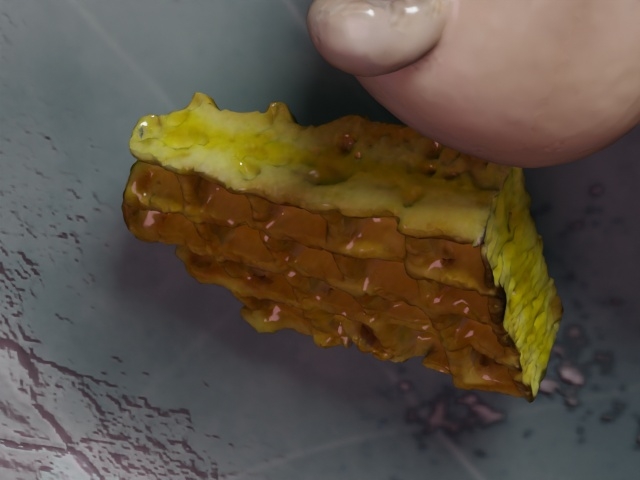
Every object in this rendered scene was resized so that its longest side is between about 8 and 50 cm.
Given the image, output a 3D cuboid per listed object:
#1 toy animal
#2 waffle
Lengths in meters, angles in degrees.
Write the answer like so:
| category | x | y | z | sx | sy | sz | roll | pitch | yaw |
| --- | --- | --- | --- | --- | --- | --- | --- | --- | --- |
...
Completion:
| category | x | y | z | sx | sy | sz | roll | pitch | yaw |
| --- | --- | --- | --- | --- | --- | --- | --- | --- | --- |
| toy animal | 0.128 | -0.115 | 0.583 | 0.221 | 0.210 | 0.229 | 42 | 107 | -15 |
| waffle | 0.000 | 0.000 | 0.711 | 0.211 | 0.055 | 0.160 | 12 | 153 | 25 |
